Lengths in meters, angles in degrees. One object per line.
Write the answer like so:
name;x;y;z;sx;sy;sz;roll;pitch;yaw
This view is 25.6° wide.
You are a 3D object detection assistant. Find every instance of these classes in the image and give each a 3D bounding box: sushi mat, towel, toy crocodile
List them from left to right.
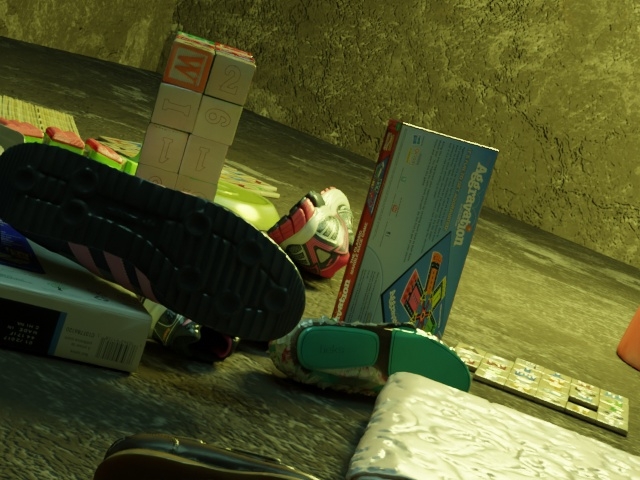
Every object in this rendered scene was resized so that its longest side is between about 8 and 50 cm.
sushi mat;-0.521;-0.220;2.594;0.151;0.019;0.316;17;10;-17
toy crocodile;-0.380;-0.118;1.994;0.340;0.105;0.115;13;10;-30
towel;0.187;0.222;1.256;0.316;0.053;0.332;20;10;5

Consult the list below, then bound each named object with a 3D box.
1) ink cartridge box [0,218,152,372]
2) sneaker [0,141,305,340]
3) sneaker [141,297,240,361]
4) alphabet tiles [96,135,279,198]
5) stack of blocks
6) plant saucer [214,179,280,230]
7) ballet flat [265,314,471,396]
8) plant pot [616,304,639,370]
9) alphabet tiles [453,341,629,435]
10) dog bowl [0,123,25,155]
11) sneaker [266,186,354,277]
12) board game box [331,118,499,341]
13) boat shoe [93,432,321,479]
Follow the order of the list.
ink cartridge box;-0.288;0.034;1.404;0.165;0.065;0.332;14;11;-23
sneaker;-0.157;0.001;1.348;0.319;0.112;0.131;28;-7;3
sneaker;-0.108;0.094;1.440;0.077;0.072;0.178;37;25;29
alphabet tiles;-0.251;-0.141;2.687;0.285;0.011;0.342;25;12;36
stack of blocks;-0.156;-0.066;1.509;0.087;0.297;0.171;17;10;-8
plant saucer;-0.174;-0.073;2.354;0.240;0.037;0.241;18;10;-3
ballet flat;0.049;0.124;1.490;0.241;0.091;0.077;17;-14;-31
plant pot;0.631;0.110;2.201;0.274;0.243;0.275;19;9;-3
alphabet tiles;0.281;0.183;1.811;0.237;0.009;0.198;20;9;10
dog bowl;-0.507;-0.106;1.679;0.348;0.102;0.349;19;9;-3
sneaker;0.000;0.000;2.091;0.112;0.121;0.299;48;11;3
board game box;0.099;0.017;1.570;0.145;0.281;0.027;13;7;-33
boat shoe;-0.051;0.178;0.974;0.207;0.073;0.073;20;11;6
